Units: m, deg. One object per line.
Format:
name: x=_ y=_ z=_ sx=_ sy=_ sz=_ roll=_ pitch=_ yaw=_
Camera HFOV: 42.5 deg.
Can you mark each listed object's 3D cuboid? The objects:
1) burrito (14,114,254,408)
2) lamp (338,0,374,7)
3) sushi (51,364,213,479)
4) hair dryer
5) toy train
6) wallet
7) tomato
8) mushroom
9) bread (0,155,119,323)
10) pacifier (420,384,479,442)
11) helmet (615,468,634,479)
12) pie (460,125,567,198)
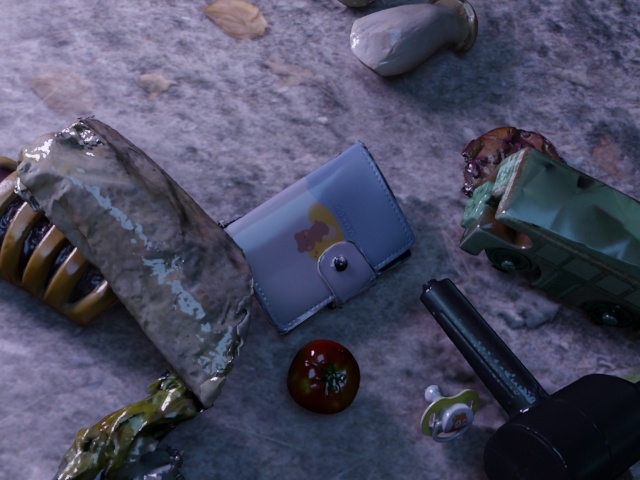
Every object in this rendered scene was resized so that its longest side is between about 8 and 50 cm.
burrito: x=-0.179 y=0.002 z=0.893 sx=0.348 sy=0.107 sz=0.175 roll=49 pitch=39 yaw=5
lamp: x=0.060 y=-0.403 z=1.160 sx=0.091 sy=0.163 sz=0.091 roll=4 pitch=67 yaw=-8
sushi: x=-0.214 y=0.257 z=0.827 sx=0.131 sy=0.139 sz=0.291 roll=42 pitch=63 yaw=-1
hair dryer: x=0.252 y=0.147 z=0.970 sx=0.244 sy=0.116 sz=0.302 roll=-18 pitch=62 yaw=-40
toy train: x=0.342 y=0.008 z=1.046 sx=0.326 sy=0.159 sz=0.129 roll=27 pitch=66 yaw=-2
wallet: x=0.000 y=0.000 z=1.023 sx=0.231 sy=0.069 sz=0.170 roll=-33 pitch=95 yaw=-20
tomato: x=0.003 y=0.158 z=0.952 sx=0.087 sy=0.075 sz=0.087 roll=5 pitch=77 yaw=-22
mushroom: x=0.130 y=-0.293 z=1.172 sx=0.212 sy=0.088 sz=0.097 roll=-29 pitch=43 yaw=-28
bread: x=-0.313 y=-0.003 z=0.946 sx=0.225 sy=0.081 sz=0.134 roll=30 pitch=65 yaw=-3
pacifier: x=0.147 y=0.201 z=0.983 sx=0.083 sy=0.068 sz=0.064 roll=-12 pitch=36 yaw=-24
helmet: x=0.341 y=0.292 z=0.979 sx=0.065 sy=0.049 sz=0.084 roll=43 pitch=64 yaw=6
pie: x=0.257 y=-0.115 z=1.149 sx=0.169 sy=0.034 sz=0.092 roll=-25 pitch=78 yaw=-20
